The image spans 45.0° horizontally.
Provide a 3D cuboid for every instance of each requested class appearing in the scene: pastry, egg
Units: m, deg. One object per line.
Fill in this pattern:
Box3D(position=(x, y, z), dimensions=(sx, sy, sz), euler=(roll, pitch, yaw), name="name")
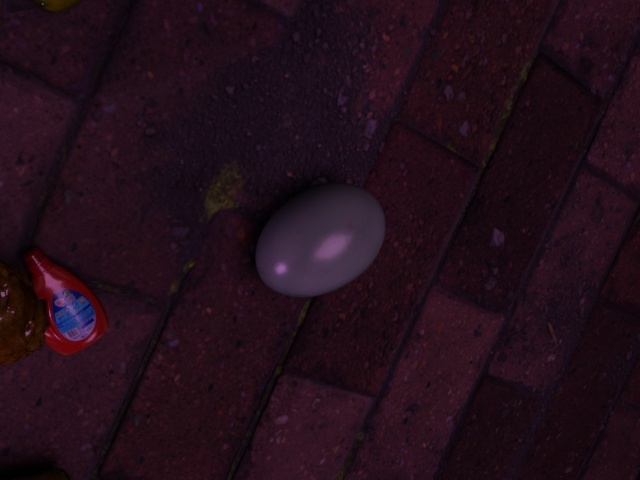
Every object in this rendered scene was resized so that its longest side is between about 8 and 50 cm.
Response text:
Box3D(position=(-0.467, 0.093, 0.970), dimensions=(0.235, 0.240, 0.132), euler=(10, 70, -54), name="pastry")
Box3D(position=(0.000, 0.000, 1.260), dimensions=(0.231, 0.168, 0.168), euler=(-34, 120, -12), name="egg")

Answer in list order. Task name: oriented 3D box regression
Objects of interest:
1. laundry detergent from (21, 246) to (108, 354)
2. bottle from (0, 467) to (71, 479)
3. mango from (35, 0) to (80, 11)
Box3D(position=(-0.385, 0.085, 1.125), dimensions=(0.097, 0.049, 0.165), euler=(-34, 118, -14), name="laundry detergent")
Box3D(position=(-0.526, 0.428, 1.072), dimensions=(0.351, 0.171, 0.171), euler=(0, 105, -32), name="bottle")
Box3D(position=(-0.331, -0.344, 1.008), dimensions=(0.108, 0.056, 0.073), euler=(-43, 155, -15), name="mango")
